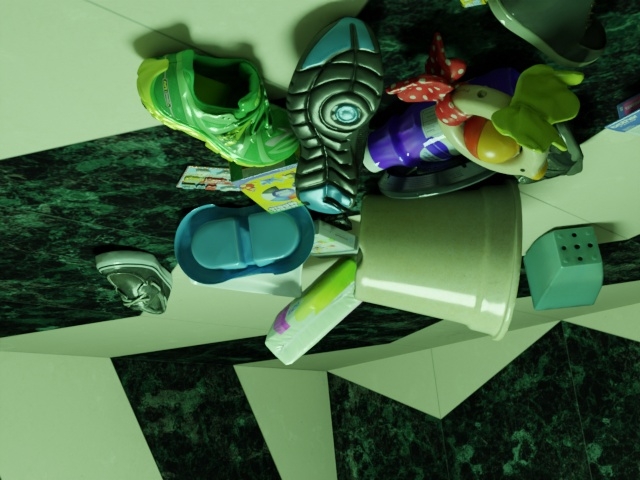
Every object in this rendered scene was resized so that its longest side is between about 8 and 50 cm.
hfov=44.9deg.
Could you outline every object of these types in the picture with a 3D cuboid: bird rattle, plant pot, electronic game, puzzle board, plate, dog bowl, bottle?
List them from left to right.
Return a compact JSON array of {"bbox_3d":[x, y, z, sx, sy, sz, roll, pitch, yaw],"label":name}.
[{"bbox_3d":[-0.197,-0.114,1.453,0.128,0.011,0.096,1,161,-23],"label":"puzzle board"},{"bbox_3d":[-0.176,0.046,1.792,0.278,0.045,0.278,7,152,1],"label":"plate"},{"bbox_3d":[-0.150,0.000,1.601,0.298,0.165,0.074,-9,174,10],"label":"dog bowl"},{"bbox_3d":[0.228,0.027,1.600,0.306,0.333,0.334,5,163,3],"label":"plant pot"},{"bbox_3d":[0.193,-0.180,1.227,0.283,0.092,0.118,-17,158,33],"label":"bottle"},{"bbox_3d":[0.208,-0.124,1.312,0.230,0.048,0.229,-16,-161,6],"label":"electronic game"},{"bbox_3d":[0.222,-0.160,1.064,0.254,0.143,0.207,14,153,29],"label":"bird rattle"},{"bbox_3d":[0.652,0.064,2.047,0.166,0.165,0.234,-6,156,2],"label":"plant pot"}]

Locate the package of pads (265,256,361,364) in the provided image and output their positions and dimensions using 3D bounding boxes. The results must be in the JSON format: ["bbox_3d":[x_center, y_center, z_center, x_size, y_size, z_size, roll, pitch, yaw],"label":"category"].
[{"bbox_3d":[0.008,0.155,1.910,0.296,0.101,0.229,-42,-177,9],"label":"package of pads"}]

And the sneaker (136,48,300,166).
[{"bbox_3d":[-0.117,-0.183,1.095,0.124,0.109,0.296,-14,161,37],"label":"sneaker"}]

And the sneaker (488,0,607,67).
[{"bbox_3d":[0.318,-0.286,0.950,0.222,0.083,0.118,8,155,-41],"label":"sneaker"}]

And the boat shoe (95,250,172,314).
[{"bbox_3d":[-0.442,0.111,1.909,0.121,0.119,0.335,-9,162,12],"label":"boat shoe"}]

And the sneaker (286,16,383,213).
[{"bbox_3d":[0.016,-0.192,1.116,0.125,0.139,0.340,10,142,-1],"label":"sneaker"}]

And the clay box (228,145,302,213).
[{"bbox_3d":[-0.067,-0.108,1.434,0.128,0.053,0.222,-15,160,15],"label":"clay box"}]

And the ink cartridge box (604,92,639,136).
[{"bbox_3d":[0.638,-0.223,1.286,0.311,0.065,0.186,3,161,-32],"label":"ink cartridge box"}]

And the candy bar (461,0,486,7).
[{"bbox_3d":[0.163,-0.317,0.909,0.040,0.018,0.161,-10,163,24],"label":"candy bar"}]

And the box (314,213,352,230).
[{"bbox_3d":[0.030,-0.038,1.753,0.067,0.018,0.083,-10,162,14],"label":"box"}]

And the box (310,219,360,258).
[{"bbox_3d":[0.000,0.000,1.773,0.145,0.038,0.186,-6,160,38],"label":"box"}]

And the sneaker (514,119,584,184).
[{"bbox_3d":[0.395,-0.157,1.375,0.130,0.087,0.227,-17,166,13],"label":"sneaker"}]
